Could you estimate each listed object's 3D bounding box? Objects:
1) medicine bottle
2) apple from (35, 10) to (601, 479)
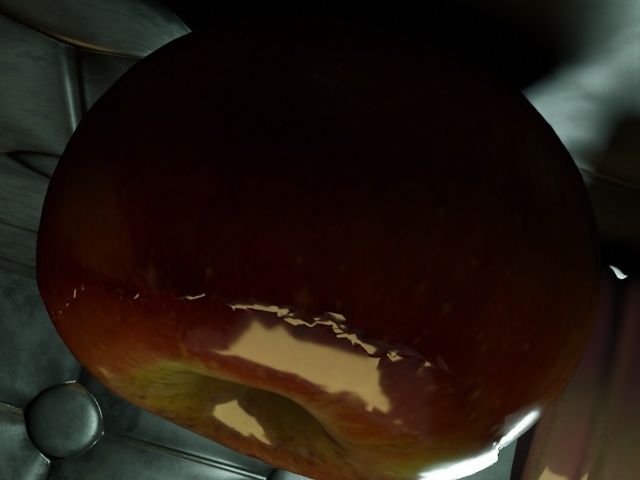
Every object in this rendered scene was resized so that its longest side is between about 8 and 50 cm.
[{"bbox_3d":[0.317,0.152,0.863,0.325,0.212,0.212,15,169,7],"label":"medicine bottle"},{"bbox_3d":[0.000,0.000,0.582,0.271,0.206,0.251,7,155,30],"label":"apple"}]
